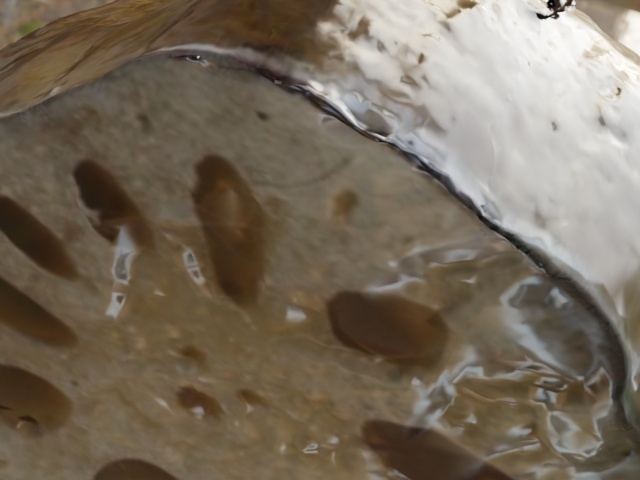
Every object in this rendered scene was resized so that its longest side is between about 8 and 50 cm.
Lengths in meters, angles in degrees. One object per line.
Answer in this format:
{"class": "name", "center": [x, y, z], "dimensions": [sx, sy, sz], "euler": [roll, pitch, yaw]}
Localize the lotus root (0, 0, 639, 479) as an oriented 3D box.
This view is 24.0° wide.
{"class": "lotus root", "center": [0.000, 0.000, 0.504], "dimensions": [0.272, 0.272, 0.192], "euler": [105, 9, -51]}
